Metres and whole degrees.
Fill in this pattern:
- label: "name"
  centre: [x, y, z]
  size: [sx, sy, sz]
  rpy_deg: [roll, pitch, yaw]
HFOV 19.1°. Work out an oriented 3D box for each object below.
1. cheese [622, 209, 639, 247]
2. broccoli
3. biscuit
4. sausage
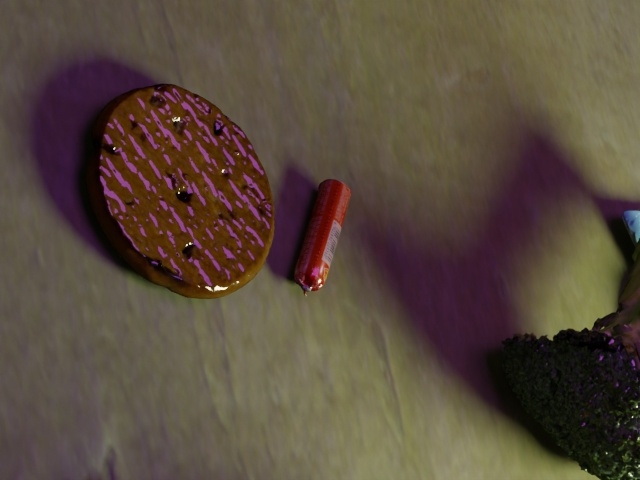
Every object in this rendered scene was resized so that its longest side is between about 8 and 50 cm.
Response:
- label: "cheese"
  centre: [0.412, 0.081, 2.176]
  size: [0.135, 0.052, 0.245]
  rpy_deg: [4, 66, -44]
- label: "broccoli"
  centre: [0.332, 0.094, 2.012]
  size: [0.221, 0.252, 0.361]
  rpy_deg: [47, 22, -20]
- label: "biscuit"
  centre: [-0.128, -0.045, 1.759]
  size: [0.212, 0.036, 0.212]
  rpy_deg: [18, 61, -36]
- label: "sausage"
  centre: [0.000, 0.000, 1.856]
  size: [0.034, 0.034, 0.129]
  rpy_deg: [35, 52, -26]
